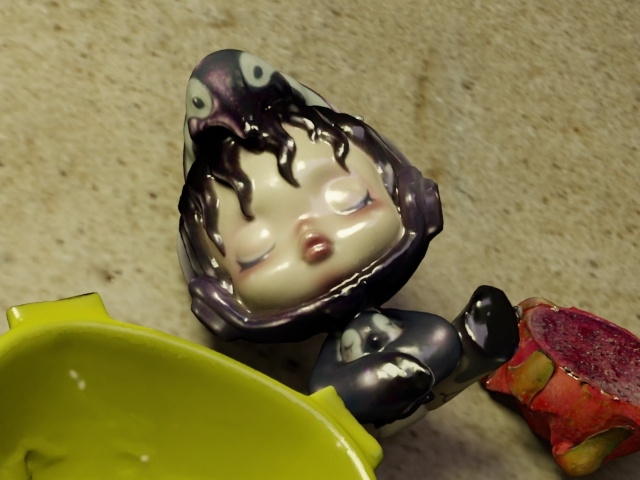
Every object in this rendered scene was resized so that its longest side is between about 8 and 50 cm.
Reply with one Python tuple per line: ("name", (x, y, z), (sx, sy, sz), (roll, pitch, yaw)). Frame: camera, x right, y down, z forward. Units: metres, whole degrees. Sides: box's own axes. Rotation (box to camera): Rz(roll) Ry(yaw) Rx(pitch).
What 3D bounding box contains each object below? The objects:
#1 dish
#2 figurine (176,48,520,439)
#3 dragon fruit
("dish", (-0.084, 0.160, 0.708), (0.221, 0.108, 0.262), (23, 43, -13))
("figurine", (0.000, 0.000, 0.916), (0.145, 0.145, 0.222), (-12, 68, -41))
("dragon fruit", (0.147, 0.086, 0.973), (0.126, 0.068, 0.112), (30, 22, 15))
